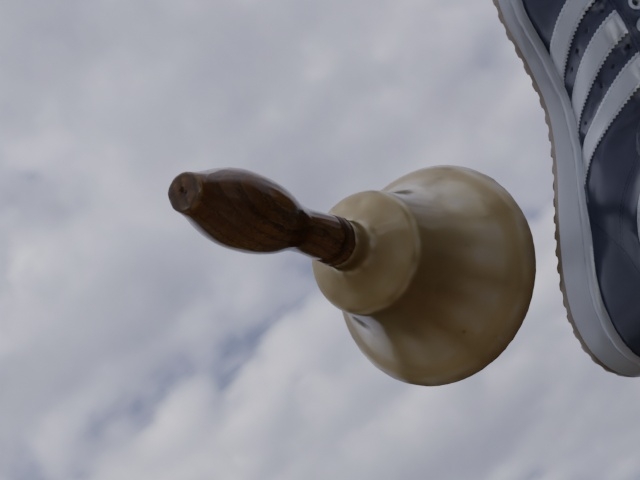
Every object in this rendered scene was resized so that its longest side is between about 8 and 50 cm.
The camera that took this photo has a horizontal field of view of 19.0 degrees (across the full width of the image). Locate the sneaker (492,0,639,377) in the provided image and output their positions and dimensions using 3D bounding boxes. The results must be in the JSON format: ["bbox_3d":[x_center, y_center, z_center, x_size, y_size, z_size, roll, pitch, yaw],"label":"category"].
[{"bbox_3d":[0.168,-0.085,0.895,0.099,0.282,0.153,-6,-8,-29],"label":"sneaker"}]

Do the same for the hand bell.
[{"bbox_3d":[0.000,0.000,0.974,0.126,0.126,0.242,-50,-31,15],"label":"hand bell"}]
